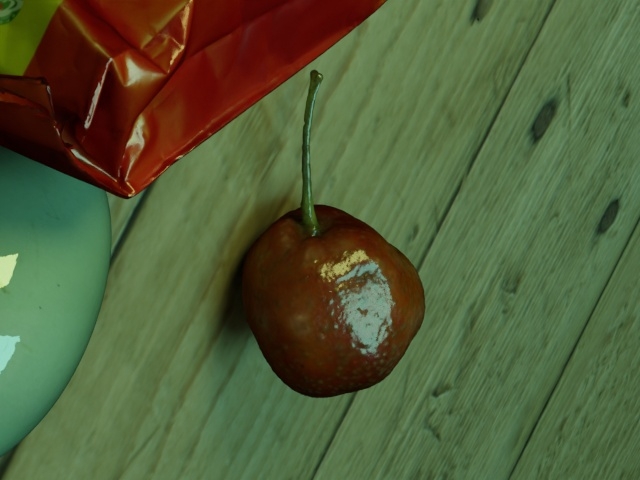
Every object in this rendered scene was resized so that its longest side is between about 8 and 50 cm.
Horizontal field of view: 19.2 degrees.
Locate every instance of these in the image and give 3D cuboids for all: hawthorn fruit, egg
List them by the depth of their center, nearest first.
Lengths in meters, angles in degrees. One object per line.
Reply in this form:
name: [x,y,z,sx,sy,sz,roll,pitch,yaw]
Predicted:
egg: [-0.229,0.035,1.174,0.264,0.183,0.183,-57,153,-31]
hawthorn fruit: [0.000,0.000,1.614,0.165,0.165,0.285,-43,136,-36]

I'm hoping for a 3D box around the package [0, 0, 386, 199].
package: [-0.107,-0.169,1.195,0.423,0.196,0.123,-42,146,-41]
